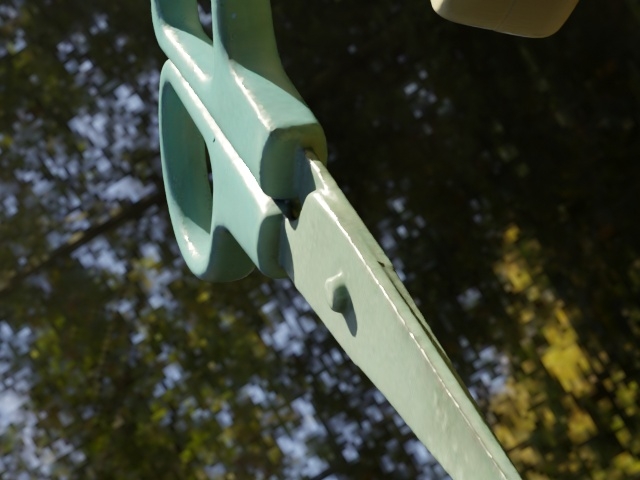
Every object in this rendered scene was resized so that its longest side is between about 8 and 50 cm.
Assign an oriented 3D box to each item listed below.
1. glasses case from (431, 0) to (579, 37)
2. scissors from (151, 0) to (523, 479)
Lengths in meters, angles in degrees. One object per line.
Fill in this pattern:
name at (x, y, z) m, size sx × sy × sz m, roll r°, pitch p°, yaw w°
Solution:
glasses case at (0.141, -0.257, 0.821) m, size 0.076 × 0.336 × 0.144 m, roll 9°, pitch -124°, yaw -14°
scissors at (0.000, 0.000, 0.633) m, size 0.447 × 0.029 × 0.193 m, roll -126°, pitch 34°, yaw -56°
